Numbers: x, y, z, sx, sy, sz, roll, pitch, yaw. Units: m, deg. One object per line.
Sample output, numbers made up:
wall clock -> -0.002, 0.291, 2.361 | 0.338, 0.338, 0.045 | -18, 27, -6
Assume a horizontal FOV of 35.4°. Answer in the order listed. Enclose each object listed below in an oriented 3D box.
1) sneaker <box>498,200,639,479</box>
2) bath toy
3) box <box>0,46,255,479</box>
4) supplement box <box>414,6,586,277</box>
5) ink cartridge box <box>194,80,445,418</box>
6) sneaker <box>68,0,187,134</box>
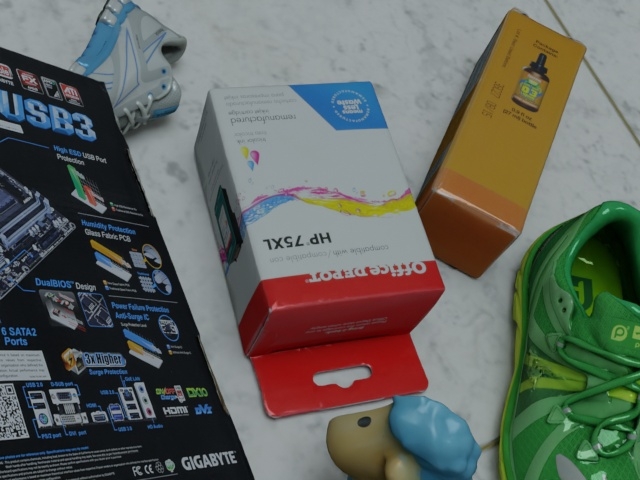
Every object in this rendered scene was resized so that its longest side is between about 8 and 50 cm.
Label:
sneaker -> 0.191, 0.097, 0.700 | 0.109, 0.123, 0.295 | 11, 57, -11
bath toy -> -0.004, 0.244, 0.512 | 0.151, 0.129, 0.348 | 33, 47, -4
box -> -0.180, 0.021, 0.501 | 0.295, 0.073, 0.293 | 11, 49, -61
supplement box -> 0.147, -0.086, 0.830 | 0.078, 0.080, 0.233 | 28, 57, -1
ink cartridge box -> 0.000, 0.000, 0.726 | 0.134, 0.078, 0.231 | -7, 62, -22
sneaker -> -0.150, -0.107, 0.751 | 0.083, 0.071, 0.190 | 24, 55, -10
